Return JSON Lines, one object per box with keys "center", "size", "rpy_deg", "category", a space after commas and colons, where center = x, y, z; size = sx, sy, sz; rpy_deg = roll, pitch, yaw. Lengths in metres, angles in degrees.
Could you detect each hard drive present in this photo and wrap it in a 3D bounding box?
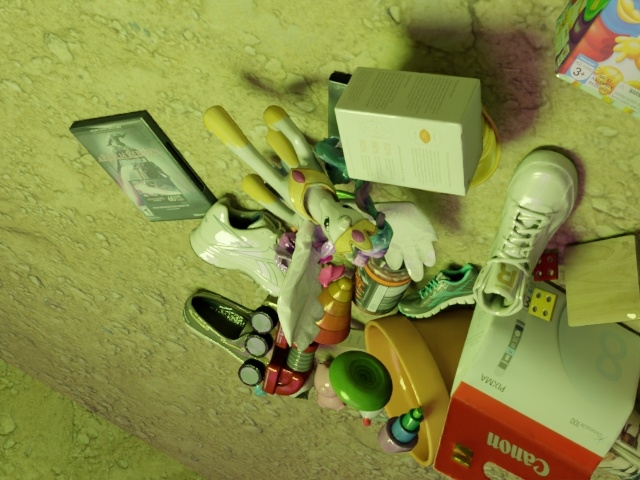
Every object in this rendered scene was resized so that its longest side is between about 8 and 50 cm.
{"center": [0.059, -0.197, 1.323], "size": [0.094, 0.022, 0.135], "rpy_deg": [16, 147, 11], "category": "hard drive"}

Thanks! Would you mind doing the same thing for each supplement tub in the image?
{"center": [0.120, 0.052, 1.571], "size": [0.106, 0.106, 0.198], "rpy_deg": [22, 147, 2], "category": "supplement tub"}

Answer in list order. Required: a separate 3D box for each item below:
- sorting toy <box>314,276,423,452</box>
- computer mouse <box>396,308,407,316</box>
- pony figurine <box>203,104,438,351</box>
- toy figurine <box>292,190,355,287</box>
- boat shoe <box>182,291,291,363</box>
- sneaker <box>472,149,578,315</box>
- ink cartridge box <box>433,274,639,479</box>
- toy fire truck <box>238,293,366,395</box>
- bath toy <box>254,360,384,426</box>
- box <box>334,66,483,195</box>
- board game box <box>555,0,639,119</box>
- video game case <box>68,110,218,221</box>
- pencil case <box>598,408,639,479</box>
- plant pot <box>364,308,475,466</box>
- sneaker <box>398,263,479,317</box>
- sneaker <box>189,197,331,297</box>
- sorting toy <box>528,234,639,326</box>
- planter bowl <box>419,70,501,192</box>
{"center": [0.084, 0.204, 1.547], "size": [0.127, 0.366, 0.126], "rpy_deg": [-8, 143, -37], "category": "sorting toy"}
{"center": [0.185, 0.251, 1.848], "size": [0.188, 0.072, 0.272], "rpy_deg": [29, 147, -12], "category": "computer mouse"}
{"center": [-0.005, -0.031, 1.335], "size": [0.363, 0.302, 0.351], "rpy_deg": [47, 170, 32], "category": "pony figurine"}
{"center": [0.000, 0.000, 1.518], "size": [0.173, 0.159, 0.130], "rpy_deg": [32, 147, -13], "category": "toy figurine"}
{"center": [-0.181, 0.215, 1.989], "size": [0.304, 0.109, 0.091], "rpy_deg": [26, 153, 3], "category": "boat shoe"}
{"center": [0.316, 0.007, 1.327], "size": [0.108, 0.169, 0.293], "rpy_deg": [18, 146, 11], "category": "sneaker"}
{"center": [0.383, 0.271, 1.462], "size": [0.308, 0.385, 0.091], "rpy_deg": [29, 148, -11], "category": "ink cartridge box"}
{"center": [-0.026, 0.235, 1.860], "size": [0.246, 0.158, 0.217], "rpy_deg": [20, 117, 12], "category": "toy fire truck"}
{"center": [0.007, 0.355, 2.060], "size": [0.348, 0.129, 0.151], "rpy_deg": [9, 179, 22], "category": "bath toy"}
{"center": [0.120, -0.146, 1.130], "size": [0.170, 0.091, 0.130], "rpy_deg": [11, 143, 21], "category": "box"}
{"center": [0.369, -0.271, 0.843], "size": [0.144, 0.142, 0.275], "rpy_deg": [26, 129, -4], "category": "board game box"}
{"center": [-0.334, -0.135, 1.654], "size": [0.196, 0.026, 0.274], "rpy_deg": [-2, 141, 34], "category": "video game case"}
{"center": [0.615, 0.409, 1.690], "size": [0.410, 0.160, 0.183], "rpy_deg": [31, -178, -23], "category": "pencil case"}
{"center": [0.233, 0.256, 1.635], "size": [0.203, 0.291, 0.291], "rpy_deg": [-20, 146, -11], "category": "plant pot"}
{"center": [0.220, 0.087, 1.575], "size": [0.166, 0.065, 0.076], "rpy_deg": [-19, 125, 5], "category": "sneaker"}
{"center": [-0.102, 0.019, 1.663], "size": [0.297, 0.111, 0.129], "rpy_deg": [22, 126, -15], "category": "sneaker"}
{"center": [0.457, 0.070, 1.379], "size": [0.046, 0.133, 0.274], "rpy_deg": [8, 165, -38], "category": "sorting toy"}
{"center": [0.163, -0.175, 1.226], "size": [0.217, 0.090, 0.217], "rpy_deg": [17, 144, 13], "category": "planter bowl"}
